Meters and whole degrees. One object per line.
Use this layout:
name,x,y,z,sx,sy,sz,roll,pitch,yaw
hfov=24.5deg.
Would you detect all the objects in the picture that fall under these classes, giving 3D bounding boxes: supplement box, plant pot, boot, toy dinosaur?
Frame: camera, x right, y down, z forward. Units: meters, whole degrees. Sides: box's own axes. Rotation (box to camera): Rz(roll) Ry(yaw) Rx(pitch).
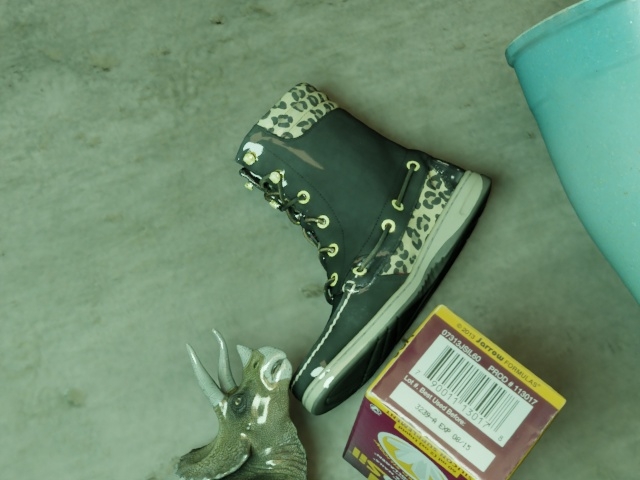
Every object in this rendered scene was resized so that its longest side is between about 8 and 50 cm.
supplement box,0.084,0.130,0.999,0.104,0.188,0.081,38,71,10
plant pot,0.301,-0.058,1.070,0.271,0.271,0.255,-16,86,-11
boot,0.000,0.000,1.102,0.178,0.085,0.236,33,63,10
toy dinosaur,-0.061,0.234,1.002,0.160,0.121,0.313,18,72,15
